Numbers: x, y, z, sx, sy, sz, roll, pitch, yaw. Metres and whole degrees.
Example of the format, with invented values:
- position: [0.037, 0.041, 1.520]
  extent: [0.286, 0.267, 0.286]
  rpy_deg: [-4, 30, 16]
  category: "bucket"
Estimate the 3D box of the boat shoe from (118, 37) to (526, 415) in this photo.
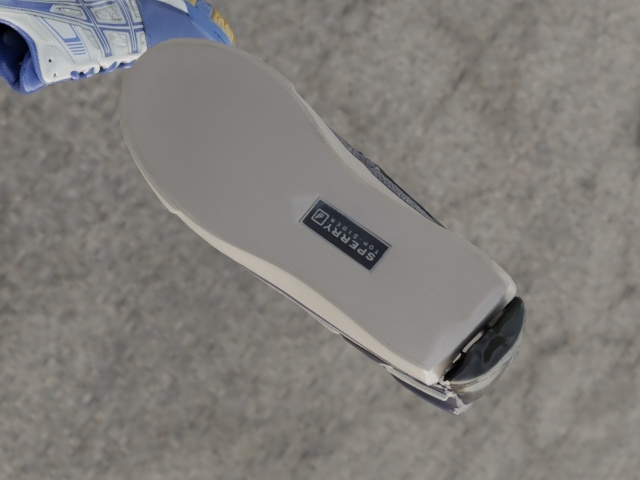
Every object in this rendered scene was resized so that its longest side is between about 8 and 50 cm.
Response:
- position: [0.000, 0.000, 1.131]
  extent: [0.127, 0.340, 0.158]
  rpy_deg: [-45, 159, -8]
  category: "boat shoe"

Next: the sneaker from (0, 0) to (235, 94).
- position: [-0.201, -0.168, 1.265]
  extent: [0.296, 0.112, 0.131]
  rpy_deg: [21, 81, -38]
  category: "sneaker"
